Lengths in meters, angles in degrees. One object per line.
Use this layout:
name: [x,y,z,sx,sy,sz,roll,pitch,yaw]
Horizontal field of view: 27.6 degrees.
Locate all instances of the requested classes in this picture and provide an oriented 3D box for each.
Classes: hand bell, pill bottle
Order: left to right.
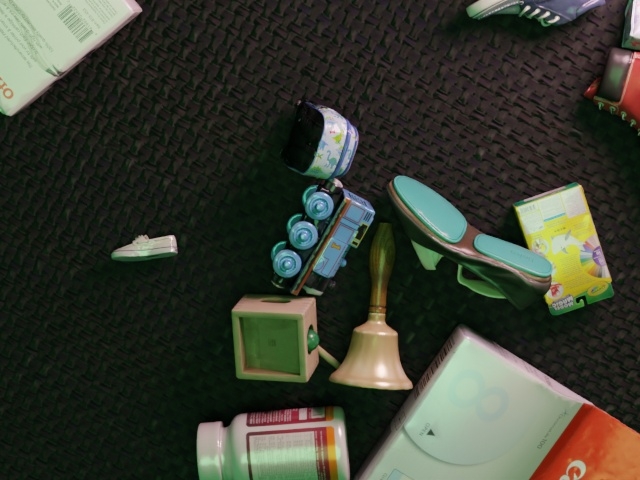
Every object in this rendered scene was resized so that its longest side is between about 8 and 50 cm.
pill bottle: [-0.070,0.317,1.962,0.221,0.121,0.121,-5,101,2]
hand bell: [0.087,0.094,1.938,0.126,0.126,0.242,6,90,-1]

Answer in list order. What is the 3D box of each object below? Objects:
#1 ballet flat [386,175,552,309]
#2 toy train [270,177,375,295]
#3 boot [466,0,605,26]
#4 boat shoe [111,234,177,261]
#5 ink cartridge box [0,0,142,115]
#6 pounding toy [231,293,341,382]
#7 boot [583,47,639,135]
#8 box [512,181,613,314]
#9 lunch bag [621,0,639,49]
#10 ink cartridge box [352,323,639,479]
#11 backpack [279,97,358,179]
ballet flat: [0.203,0.016,1.907,0.280,0.095,0.096,33,124,7]
toy train: [0.000,0.000,1.921,0.105,0.080,0.184,27,100,-11]
boot: [0.308,-0.335,1.851,0.190,0.069,0.086,-24,97,4]
boat shoe: [-0.264,0.009,1.950,0.100,0.035,0.035,-8,74,6]
ink cartridge box: [-0.402,-0.316,1.847,0.237,0.100,0.172,-38,99,7]
pounding toy: [-0.048,0.149,1.947,0.141,0.100,0.130,2,109,14]
boot: [0.469,-0.158,1.890,0.176,0.088,0.244,5,113,17]
box: [0.363,0.014,1.937,0.105,0.043,0.179,-19,98,4]
lunch bag: [0.473,-0.314,1.863,0.071,0.053,0.083,9,76,-1]
ink cartridge box: [0.288,0.354,1.983,0.385,0.091,0.308,32,100,-5]
backpack: [0.005,-0.139,1.872,0.084,0.114,0.105,15,100,-22]
